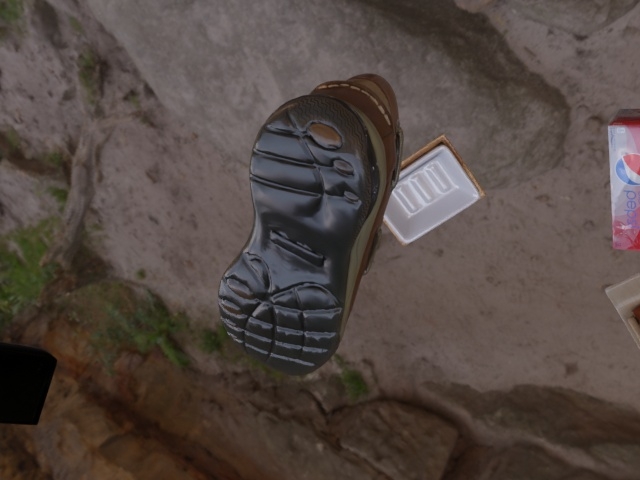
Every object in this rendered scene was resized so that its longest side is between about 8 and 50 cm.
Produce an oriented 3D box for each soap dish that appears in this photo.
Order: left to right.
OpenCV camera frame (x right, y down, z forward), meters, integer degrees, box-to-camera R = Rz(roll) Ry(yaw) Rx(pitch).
[{"bbox_3d":[0.299,-0.150,1.879,0.291,0.118,0.229,-34,110,19],"label":"soap dish"}]

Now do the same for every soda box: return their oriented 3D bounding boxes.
[{"bbox_3d":[0.597,-0.109,1.193,0.092,0.083,0.263,7,124,38],"label":"soda box"}]

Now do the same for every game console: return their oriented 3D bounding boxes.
[{"bbox_3d":[-0.590,0.339,1.053,0.213,0.361,0.044,17,180,-38],"label":"game console"}]

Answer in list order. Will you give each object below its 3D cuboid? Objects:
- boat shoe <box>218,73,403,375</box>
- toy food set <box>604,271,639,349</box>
[{"bbox_3d":[0.000,0.000,0.558,0.123,0.120,0.324,31,137,9],"label":"boat shoe"},{"bbox_3d":[0.693,0.167,1.162,0.220,0.306,0.092,-31,138,21],"label":"toy food set"}]
